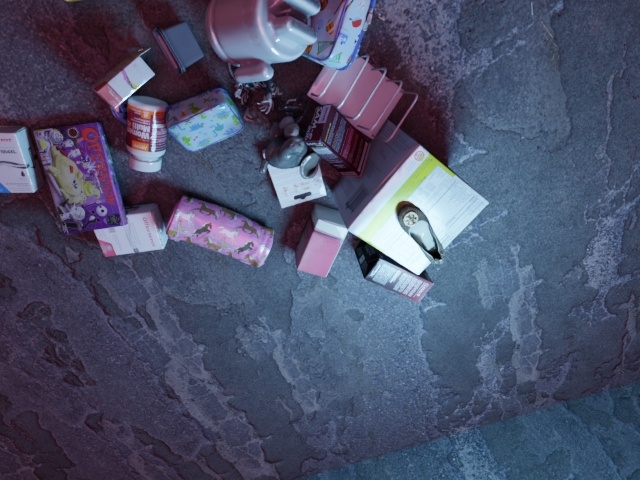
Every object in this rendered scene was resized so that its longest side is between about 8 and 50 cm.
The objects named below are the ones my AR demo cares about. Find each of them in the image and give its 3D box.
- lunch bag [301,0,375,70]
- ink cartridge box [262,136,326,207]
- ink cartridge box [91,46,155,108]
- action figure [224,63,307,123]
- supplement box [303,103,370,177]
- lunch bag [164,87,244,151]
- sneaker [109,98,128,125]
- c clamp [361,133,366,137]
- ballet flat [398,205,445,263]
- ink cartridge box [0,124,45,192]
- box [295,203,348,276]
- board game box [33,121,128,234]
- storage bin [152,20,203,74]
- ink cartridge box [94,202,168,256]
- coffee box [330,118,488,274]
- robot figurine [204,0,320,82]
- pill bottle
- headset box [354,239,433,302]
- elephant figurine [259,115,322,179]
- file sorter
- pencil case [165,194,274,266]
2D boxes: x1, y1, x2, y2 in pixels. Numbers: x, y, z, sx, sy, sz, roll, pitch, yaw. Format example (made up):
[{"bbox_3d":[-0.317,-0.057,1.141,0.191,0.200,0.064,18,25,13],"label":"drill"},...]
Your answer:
[{"bbox_3d":[0.020,-0.624,1.139,0.115,0.303,0.243,0,122,-40],"label":"lunch bag"},{"bbox_3d":[-0.090,-0.246,1.489,0.181,0.056,0.224,-16,124,2],"label":"ink cartridge box"},{"bbox_3d":[-0.572,-0.488,1.220,0.198,0.115,0.067,-46,133,-9],"label":"ink cartridge box"},{"bbox_3d":[-0.183,-0.449,1.295,0.276,0.164,0.140,20,83,-26],"label":"action figure"},{"bbox_3d":[0.059,-0.310,1.309,0.239,0.073,0.130,31,71,-48],"label":"supplement box"},{"bbox_3d":[-0.369,-0.381,1.314,0.219,0.090,0.176,-22,159,7],"label":"lunch bag"},{"bbox_3d":[-0.637,-0.435,1.305,0.059,0.053,0.144,-17,122,0],"label":"sneaker"},{"bbox_3d":[0.117,-0.420,1.429,0.137,0.022,0.160,-35,118,12],"label":"c clamp"},{"bbox_3d":[0.323,-0.009,1.280,0.084,0.058,0.249,-33,120,10],"label":"ballet flat"},{"bbox_3d":[-1.019,-0.264,1.335,0.149,0.085,0.202,-1,121,-6],"label":"ink cartridge box"},{"bbox_3d":[0.000,0.000,1.582,0.127,0.148,0.232,16,116,-15],"label":"box"},{"bbox_3d":[-0.793,-0.204,1.369,0.209,0.056,0.346,-10,104,-6],"label":"board game box"},{"bbox_3d":[-0.423,-0.583,1.233,0.091,0.098,0.135,-37,121,-18],"label":"storage bin"},{"bbox_3d":[-0.692,-0.041,1.503,0.218,0.092,0.158,-7,120,-1],"label":"ink cartridge box"},{"bbox_3d":[0.287,-0.155,1.421,0.335,0.337,0.338,31,111,-23],"label":"coffee box"},{"bbox_3d":[-0.168,-0.576,1.093,0.200,0.354,0.299,2,98,-51],"label":"robot figurine"},{"bbox_3d":[-0.562,-0.342,1.328,0.121,0.121,0.221,10,118,-13],"label":"pill bottle"},{"bbox_3d":[0.300,0.109,1.645,0.294,0.218,0.110,25,114,-19],"label":"headset box"},{"bbox_3d":[-0.054,-0.288,1.351,0.186,0.169,0.240,-14,160,37],"label":"elephant figurine"},{"bbox_3d":[0.134,-0.467,1.304,0.278,0.173,0.192,28,103,-21],"label":"file sorter"},{"bbox_3d":[-0.362,-0.029,1.516,0.387,0.159,0.167,20,148,-19],"label":"pencil case"}]
